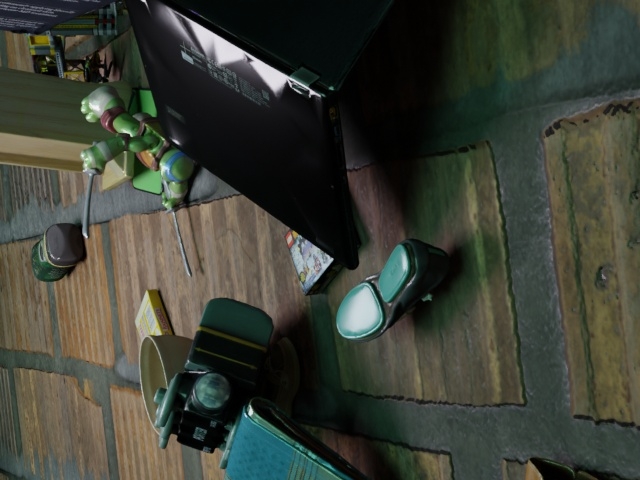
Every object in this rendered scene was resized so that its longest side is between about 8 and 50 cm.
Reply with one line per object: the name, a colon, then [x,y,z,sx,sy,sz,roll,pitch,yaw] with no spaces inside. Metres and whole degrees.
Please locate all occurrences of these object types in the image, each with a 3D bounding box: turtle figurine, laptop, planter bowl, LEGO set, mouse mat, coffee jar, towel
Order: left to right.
coffee jar: [-0.578,0.026,2.472,0.184,0.079,0.096,-31,65,60]
LEGO set: [-0.434,-0.428,2.063,0.331,0.192,0.255,95,171,-47]
turtle figurine: [-0.314,-0.117,1.839,0.266,0.198,0.274,51,134,48]
mouse mat: [-0.316,-0.180,2.027,0.153,0.007,0.189,16,111,60]
planter bowl: [-0.219,0.225,1.822,0.162,0.109,0.162,172,90,-66]
laptop: [-0.028,-0.251,1.321,0.382,0.236,0.408,36,149,37]
towel: [-0.025,0.403,1.473,0.271,0.040,0.370,32,129,22]

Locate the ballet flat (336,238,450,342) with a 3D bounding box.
ballet flat: [0.087,0.061,1.274,0.203,0.074,0.074,-52,51,53]

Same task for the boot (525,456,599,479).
boot: [0.207,0.287,1.105,0.197,0.073,0.152,1,98,49]

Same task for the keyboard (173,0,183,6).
keyboard: [-0.223,-0.408,1.794,0.108,0.023,0.180,-39,60,50]

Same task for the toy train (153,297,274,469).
toy train: [-0.148,0.207,1.604,0.334,0.142,0.190,112,177,-69]

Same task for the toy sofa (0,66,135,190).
toy sofa: [-0.512,-0.203,1.994,0.150,0.363,0.177,-18,69,61]

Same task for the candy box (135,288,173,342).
candy box: [-0.287,0.200,2.029,0.206,0.027,0.105,66,149,30]

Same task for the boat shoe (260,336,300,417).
boat shoe: [-0.065,0.208,1.603,0.056,0.048,0.153,48,136,47]

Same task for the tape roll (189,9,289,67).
tape roll: [-0.085,-0.267,1.501,0.275,0.090,0.274,20,113,58]

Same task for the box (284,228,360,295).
box: [0.000,0.000,1.463,0.137,0.027,0.094,-54,49,52]

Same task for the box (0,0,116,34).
box: [-0.406,-0.603,1.659,0.472,0.297,0.479,-10,86,37]
